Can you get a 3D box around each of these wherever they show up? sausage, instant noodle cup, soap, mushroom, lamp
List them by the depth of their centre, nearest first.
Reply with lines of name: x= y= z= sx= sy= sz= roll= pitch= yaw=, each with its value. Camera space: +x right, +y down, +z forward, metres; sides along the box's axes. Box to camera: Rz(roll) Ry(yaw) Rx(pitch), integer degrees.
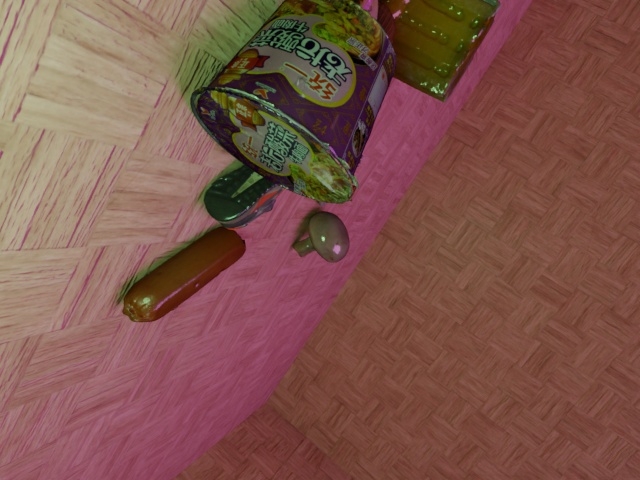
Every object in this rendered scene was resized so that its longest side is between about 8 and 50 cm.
instant noodle cup: x=-0.024 y=-0.263 z=0.799 sx=0.266 sy=0.340 sz=0.340 roll=-60 pitch=166 yaw=-12
lamp: x=0.109 y=-0.488 z=1.004 sx=0.136 sy=0.136 sz=0.136 roll=-48 pitch=163 yaw=-20
sausage: x=-0.309 y=0.069 z=1.025 sx=0.348 sy=0.097 sz=0.094 roll=-42 pitch=168 yaw=-38
soap: x=0.261 y=-0.530 z=1.094 sx=0.259 sy=0.281 sz=0.143 roll=-58 pitch=166 yaw=12
mushroom: x=0.000 y=0.000 z=1.663 sx=0.215 sy=0.207 sz=0.207 roll=-25 pitch=169 yaw=13

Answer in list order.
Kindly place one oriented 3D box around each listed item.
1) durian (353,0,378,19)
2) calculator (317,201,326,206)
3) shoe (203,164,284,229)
durian: x=0.068 y=-0.439 z=0.914 sx=0.132 sy=0.165 sz=0.182 roll=-19 pitch=151 yaw=-20
calculator: x=0.027 y=-0.192 z=1.571 sx=0.100 sy=0.032 sz=0.175 roll=-49 pitch=164 yaw=-19
shoe: x=-0.133 y=-0.141 z=1.064 sx=0.336 sy=0.132 sz=0.171 roll=-46 pitch=167 yaw=-20
